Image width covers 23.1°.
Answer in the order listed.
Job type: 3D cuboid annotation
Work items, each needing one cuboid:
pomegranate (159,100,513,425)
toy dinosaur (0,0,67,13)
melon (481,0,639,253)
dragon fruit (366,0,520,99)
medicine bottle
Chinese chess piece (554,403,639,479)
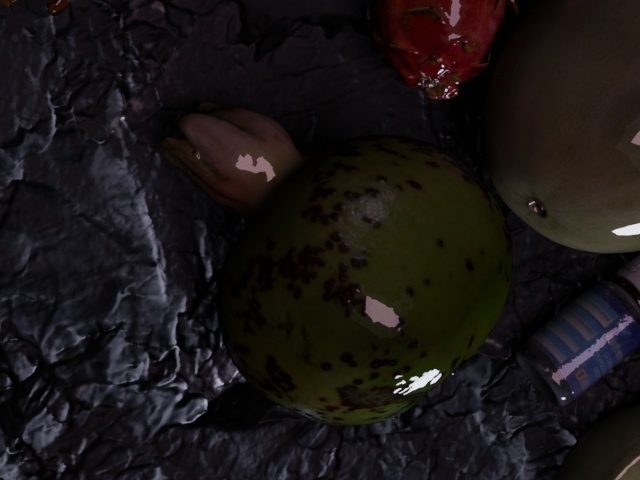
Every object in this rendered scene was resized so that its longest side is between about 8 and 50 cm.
[{"bbox_3d":[0.000,0.000,1.423,0.285,0.285,0.341,-44,87,-6],"label":"pomegranate"},{"bbox_3d":[-0.093,-0.334,1.354,0.208,0.097,0.432,40,87,-21],"label":"toy dinosaur"},{"bbox_3d":[0.306,-0.142,1.477,0.330,0.268,0.268,-46,118,-19],"label":"melon"},{"bbox_3d":[0.107,-0.219,1.457,0.136,0.133,0.166,-14,119,-50],"label":"dragon fruit"},{"bbox_3d":[0.304,0.084,1.649,0.203,0.083,0.083,-39,116,-10],"label":"medicine bottle"},{"bbox_3d":[0.372,0.300,1.722,0.250,0.101,0.250,-5,106,-18],"label":"Chinese chess piece"}]
